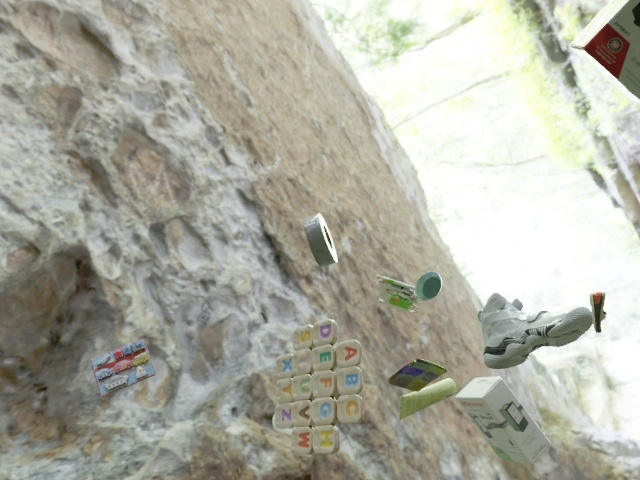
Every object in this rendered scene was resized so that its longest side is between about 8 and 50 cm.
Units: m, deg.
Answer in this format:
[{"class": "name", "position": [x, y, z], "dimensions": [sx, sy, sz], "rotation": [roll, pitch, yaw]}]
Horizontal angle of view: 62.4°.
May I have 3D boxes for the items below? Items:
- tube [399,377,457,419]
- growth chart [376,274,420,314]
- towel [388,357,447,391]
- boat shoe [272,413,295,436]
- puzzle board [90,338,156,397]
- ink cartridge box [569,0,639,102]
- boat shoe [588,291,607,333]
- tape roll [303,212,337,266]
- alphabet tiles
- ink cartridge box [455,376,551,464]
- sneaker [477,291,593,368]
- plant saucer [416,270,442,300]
[{"class": "tube", "position": [0.363, 0.536, 1.814], "dimensions": [0.240, 0.062, 0.070], "rotation": [-12, -110, -31]}, {"class": "growth chart", "position": [0.295, 0.209, 2.006], "dimensions": [0.237, 0.172, 0.021], "rotation": [80, -151, -58]}, {"class": "towel", "position": [0.149, 0.209, 0.815], "dimensions": [0.060, 0.083, 0.009], "rotation": [22, -135, -16]}, {"class": "boat shoe", "position": [-0.080, 0.574, 1.632], "dimensions": [0.063, 0.184, 0.066], "rotation": [35, -115, -32]}, {"class": "puzzle board", "position": [-0.461, 0.295, 1.233], "dimensions": [0.096, 0.128, 0.011], "rotation": [61, 161, 25]}, {"class": "ink cartridge box", "position": [0.459, -0.296, 0.718], "dimensions": [0.127, 0.175, 0.072], "rotation": [37, -156, -7]}, {"class": "boat shoe", "position": [0.821, 0.213, 1.559], "dimensions": [0.049, 0.043, 0.137], "rotation": [-58, -44, -66]}, {"class": "tape roll", "position": [0.000, 0.000, 2.198], "dimensions": [0.219, 0.072, 0.219], "rotation": [-19, -90, -82]}, {"class": "alphabet tiles", "position": [-0.015, 0.325, 1.181], "dimensions": [0.021, 0.278, 0.284], "rotation": [20, -120, -40]}, {"class": "ink cartridge box", "position": [0.625, 0.620, 1.837], "dimensions": [0.115, 0.198, 0.273], "rotation": [-35, -96, -20]}, {"class": "sneaker", "position": [0.627, 0.236, 1.608], "dimensions": [0.137, 0.366, 0.210], "rotation": [16, -131, -31]}, {"class": "plant saucer", "position": [0.418, 0.176, 2.009], "dimensions": [0.119, 0.119, 0.021], "rotation": [47, 173, -29]}]
